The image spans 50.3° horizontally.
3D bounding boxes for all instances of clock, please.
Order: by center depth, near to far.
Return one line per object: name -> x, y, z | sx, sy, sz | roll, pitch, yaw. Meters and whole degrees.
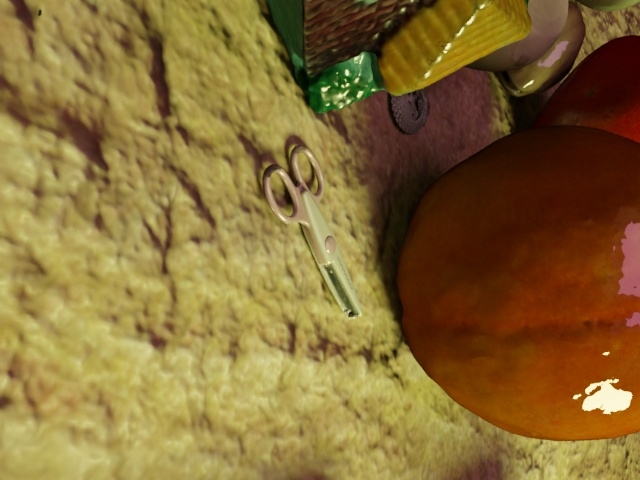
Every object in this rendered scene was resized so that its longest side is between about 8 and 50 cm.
clock -> 0.104, -0.161, 0.795 | 0.083, 0.010, 0.074 | -43, 120, -43

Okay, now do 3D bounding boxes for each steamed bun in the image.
steamed bun -> 0.175, -0.302, 0.789 | 0.232, 0.145, 0.231 | 13, 72, -43

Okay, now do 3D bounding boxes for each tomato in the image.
tomato -> 0.441, -0.157, 0.996 | 0.226, 0.299, 0.298 | 37, 59, -38

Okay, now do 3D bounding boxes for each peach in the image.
peach -> 0.262, 0.041, 0.740 | 0.343, 0.302, 0.342 | 5, 84, -50

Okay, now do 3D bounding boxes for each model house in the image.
model house -> 0.097, -0.230, 0.523 | 0.281, 0.249, 0.229 | -30, 116, -5

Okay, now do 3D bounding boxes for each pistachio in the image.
pistachio -> 0.322, -0.286, 1.009 | 0.126, 0.108, 0.185 | 37, 64, -16

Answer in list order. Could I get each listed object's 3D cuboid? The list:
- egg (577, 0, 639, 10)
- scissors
egg -> 0.529, -0.513, 1.218 | 0.253, 0.187, 0.186 | -51, 124, -36
scissors -> 0.000, 0.000, 0.640 | 0.085, 0.022, 0.176 | -45, 117, -47
